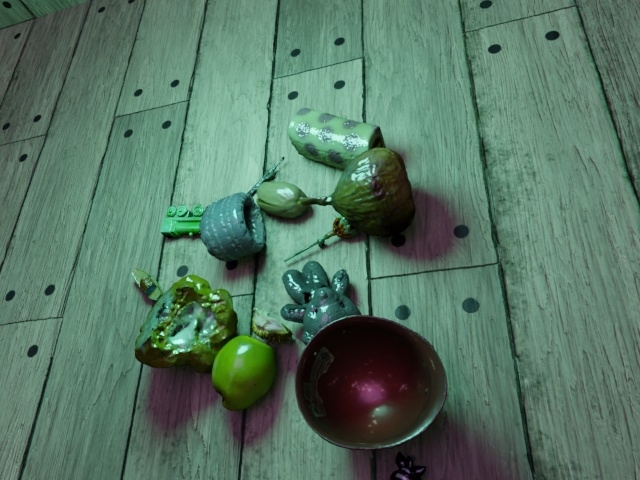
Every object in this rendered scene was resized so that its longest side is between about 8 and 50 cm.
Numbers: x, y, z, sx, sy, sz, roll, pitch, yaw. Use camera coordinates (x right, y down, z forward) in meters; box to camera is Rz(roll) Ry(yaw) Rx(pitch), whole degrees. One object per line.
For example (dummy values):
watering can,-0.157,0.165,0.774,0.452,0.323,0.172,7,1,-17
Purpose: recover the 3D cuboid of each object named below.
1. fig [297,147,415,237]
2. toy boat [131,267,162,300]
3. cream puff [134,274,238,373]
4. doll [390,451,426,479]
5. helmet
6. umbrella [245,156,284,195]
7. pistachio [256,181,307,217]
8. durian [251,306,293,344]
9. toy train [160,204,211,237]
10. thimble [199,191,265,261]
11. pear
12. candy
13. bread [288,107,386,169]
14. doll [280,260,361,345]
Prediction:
fig,0.110,-0.144,1.742,0.369,0.286,0.286,-5,60,12
toy boat,-0.626,0.160,1.990,0.065,0.066,0.172,-48,56,-6
cream puff,-0.421,0.287,1.762,0.323,0.270,0.274,-57,24,-16
doll,0.200,0.652,1.393,0.091,0.067,0.219,15,73,38
helmet,0.139,0.395,1.464,0.385,0.230,0.337,-2,62,11
umbrella,-0.225,-0.214,2.075,0.044,0.044,0.269,44,93,8
pistachio,-0.142,-0.150,1.953,0.226,0.136,0.136,17,69,36
durian,-0.148,0.275,1.665,0.078,0.140,0.224,-49,15,-13
toy train,-0.482,-0.069,2.060,0.251,0.085,0.119,1,68,24
thimble,-0.305,-0.048,1.900,0.172,0.205,0.236,-16,58,13
pear,-0.234,0.395,1.641,0.187,0.187,0.219,23,78,30
candy,0.001,0.001,1.839,0.288,0.078,0.084,-31,26,7
bread,0.060,-0.345,1.943,0.338,0.187,0.155,19,67,27
doll,-0.011,0.176,1.689,0.246,0.158,0.340,-23,53,-7
